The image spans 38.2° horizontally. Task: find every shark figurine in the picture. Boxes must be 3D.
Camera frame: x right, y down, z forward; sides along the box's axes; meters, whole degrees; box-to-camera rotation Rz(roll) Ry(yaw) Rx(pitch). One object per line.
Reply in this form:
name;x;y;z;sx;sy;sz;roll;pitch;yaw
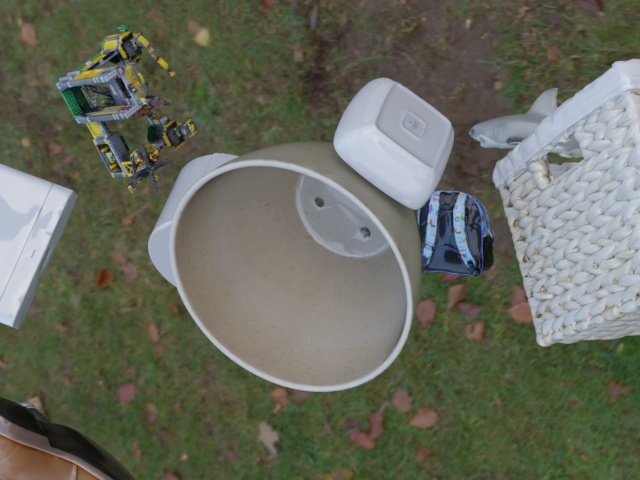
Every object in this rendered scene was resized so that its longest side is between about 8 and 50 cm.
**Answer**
shark figurine;0.397;-0.187;1.518;0.279;0.166;0.116;9;91;0

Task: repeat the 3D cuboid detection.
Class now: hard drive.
hard drive;-0.595;-0.031;1.454;0.353;0.047;0.232;20;78;3

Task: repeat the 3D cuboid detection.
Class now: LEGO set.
LEGO set;-0.372;-0.279;1.934;0.192;0.255;0.331;1;119;39

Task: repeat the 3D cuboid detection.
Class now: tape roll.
tape roll;-0.176;-0.018;1.716;0.246;0.169;0.246;10;140;9

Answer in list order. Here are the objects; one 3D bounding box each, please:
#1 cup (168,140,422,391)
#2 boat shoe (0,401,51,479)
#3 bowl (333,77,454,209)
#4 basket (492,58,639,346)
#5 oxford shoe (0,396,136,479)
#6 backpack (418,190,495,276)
cup;0.000;0.000;1.234;0.331;0.237;0.330;12;122;19
boat shoe;-0.393;0.330;1.229;0.076;0.080;0.228;20;102;32
bowl;0.096;-0.123;1.095;0.142;0.142;0.053;35;141;-11
basket;0.444;-0.037;1.139;0.328;0.332;0.266;133;131;-66
oxford shoe;-0.276;0.237;0.961;0.076;0.212;0.076;-55;32;-2
backpack;0.282;-0.021;1.917;0.158;0.117;0.173;3;102;33
